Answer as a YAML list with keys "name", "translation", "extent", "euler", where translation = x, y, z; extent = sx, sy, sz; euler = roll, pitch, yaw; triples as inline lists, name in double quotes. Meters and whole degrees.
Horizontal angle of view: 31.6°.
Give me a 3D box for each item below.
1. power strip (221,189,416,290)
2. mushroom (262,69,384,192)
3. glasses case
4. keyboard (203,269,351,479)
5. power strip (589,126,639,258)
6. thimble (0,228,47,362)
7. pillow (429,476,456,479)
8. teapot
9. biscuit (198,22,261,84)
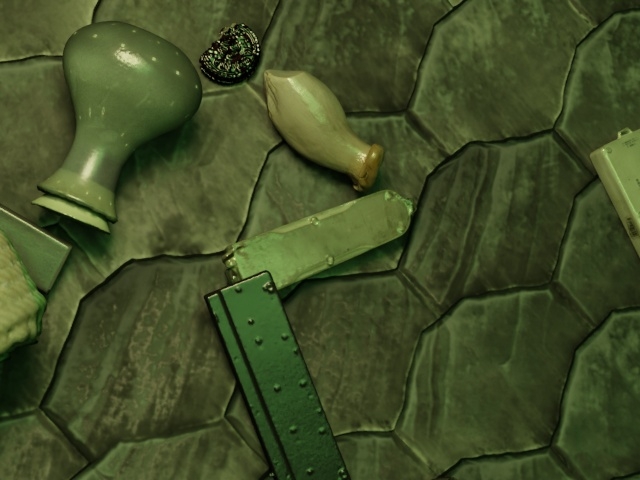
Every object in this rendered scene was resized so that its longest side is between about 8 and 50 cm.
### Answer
- name: "power strip"
  translation: [0.001, 0.000, 1.526]
  extent: [0.286, 0.048, 0.080]
  euler: [-22, 92, -19]
- name: "mushroom"
  translation: [0.003, -0.155, 1.534]
  extent: [0.212, 0.097, 0.088]
  euler: [44, 37, 1]
- name: "glasses case"
  translation: [-0.407, -0.009, 1.410]
  extent: [0.190, 0.042, 0.072]
  euler: [31, 79, -9]
- name: "keyboard"
  translation: [-0.056, 0.198, 1.461]
  extent: [0.101, 0.018, 0.310]
  euler: [-22, 94, -14]
- name: "power strip"
  translation: [0.524, 0.003, 1.686]
  extent: [0.106, 0.043, 0.367]
  euler: [-24, 86, -19]
- name: "thimble"
  translation: [-0.430, 0.088, 1.290]
  extent: [0.219, 0.219, 0.150]
  euler: [-28, 89, -20]
- name: "pillow"
  translation: [0.114, 0.486, 1.439]
  extent: [0.228, 0.101, 0.326]
  euler: [-10, 84, -22]
- name: "teapot"
  translation: [-0.264, -0.140, 1.421]
  extent: [0.183, 0.183, 0.251]
  euler: [23, 84, -11]
- name: "biscuit"
  translation: [-0.126, -0.257, 1.552]
  extent: [0.089, 0.027, 0.087]
  euler: [-6, 81, -17]
